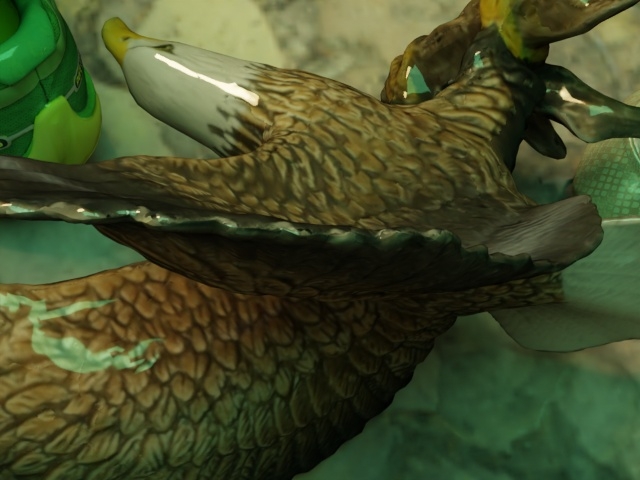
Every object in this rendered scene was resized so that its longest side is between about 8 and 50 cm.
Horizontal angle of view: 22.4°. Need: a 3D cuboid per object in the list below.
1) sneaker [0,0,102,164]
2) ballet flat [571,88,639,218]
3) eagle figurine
[{"bbox_3d":[-0.197,-0.141,0.645,0.295,0.123,0.109,40,65,11],"label":"sneaker"},{"bbox_3d":[0.170,-0.063,0.696,0.057,0.052,0.168,42,67,12],"label":"ballet flat"},{"bbox_3d":[-0.010,-0.004,0.561,0.225,0.226,0.298,10,39,34],"label":"eagle figurine"}]
